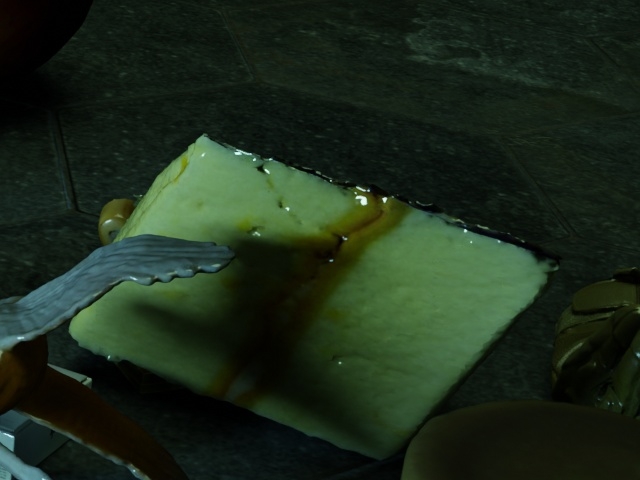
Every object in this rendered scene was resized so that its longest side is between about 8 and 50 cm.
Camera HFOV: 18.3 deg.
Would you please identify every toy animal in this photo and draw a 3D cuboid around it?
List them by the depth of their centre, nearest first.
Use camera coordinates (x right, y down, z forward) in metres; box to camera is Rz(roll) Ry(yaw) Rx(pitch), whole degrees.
[{"bbox_3d":[-0.238,0.122,1.501,0.302,0.225,0.284,14,22,26],"label":"toy animal"}]

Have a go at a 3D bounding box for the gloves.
[{"bbox_3d":[0.292,0.123,1.787,0.154,0.141,0.331,32,9,-10],"label":"gloves"}]

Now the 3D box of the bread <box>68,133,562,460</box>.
[{"bbox_3d":[0.000,0.000,1.708,0.346,0.405,0.242,28,42,-1],"label":"bread"}]

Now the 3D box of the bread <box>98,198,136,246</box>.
[{"bbox_3d":[-0.203,-0.016,2.057,0.062,0.049,0.103,39,14,-16],"label":"bread"}]

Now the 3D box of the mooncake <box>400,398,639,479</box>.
[{"bbox_3d":[0.186,0.243,1.427,0.284,0.155,0.284,9,22,-4],"label":"mooncake"}]

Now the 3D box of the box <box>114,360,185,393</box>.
[{"bbox_3d":[-0.150,0.099,1.836,0.090,0.023,0.133,-6,25,-26],"label":"box"}]

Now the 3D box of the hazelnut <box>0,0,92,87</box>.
[{"bbox_3d":[-0.459,-0.347,2.401,0.402,0.402,0.429,0,25,-20],"label":"hazelnut"}]

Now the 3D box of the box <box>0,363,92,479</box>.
[{"bbox_3d":[-0.279,0.138,1.655,0.130,0.051,0.129,17,23,18],"label":"box"}]
